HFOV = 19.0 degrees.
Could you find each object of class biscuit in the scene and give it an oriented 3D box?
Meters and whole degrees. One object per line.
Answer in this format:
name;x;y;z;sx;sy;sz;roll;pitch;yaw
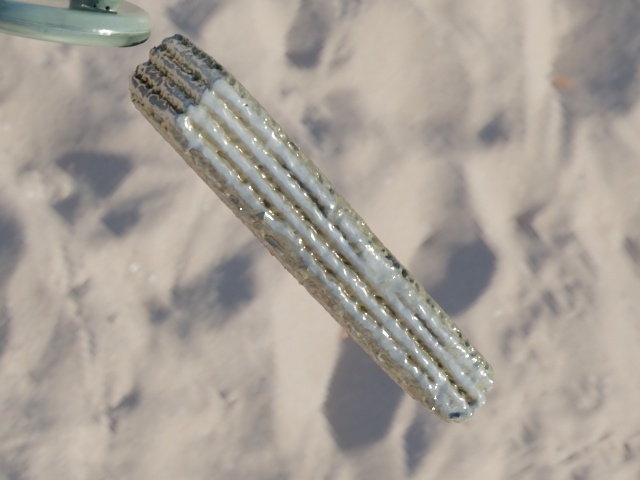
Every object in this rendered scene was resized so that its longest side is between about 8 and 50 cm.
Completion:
biscuit;0.000;0.000;1.647;0.078;0.144;0.426;-45;123;-2

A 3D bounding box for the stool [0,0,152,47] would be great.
stool;-0.214;-0.266;1.522;0.195;0.195;0.198;10;101;-14
